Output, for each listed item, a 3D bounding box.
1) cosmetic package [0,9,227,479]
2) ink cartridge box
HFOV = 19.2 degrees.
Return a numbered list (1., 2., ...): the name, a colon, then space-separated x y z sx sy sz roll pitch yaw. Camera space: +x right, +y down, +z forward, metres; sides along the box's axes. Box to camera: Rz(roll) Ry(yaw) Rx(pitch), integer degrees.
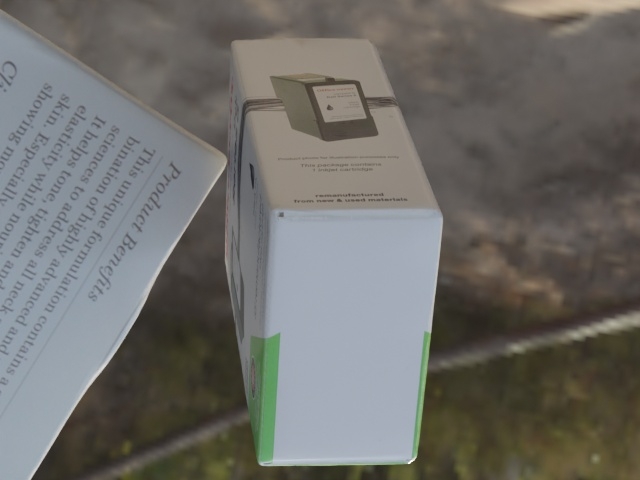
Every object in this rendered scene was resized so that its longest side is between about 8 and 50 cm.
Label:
1. cosmetic package: -0.361 -0.055 1.479 0.393 0.329 0.327 33 178 -34
2. ink cartridge box: 0.000 0.000 1.330 0.115 0.198 0.273 -1 -151 -8
